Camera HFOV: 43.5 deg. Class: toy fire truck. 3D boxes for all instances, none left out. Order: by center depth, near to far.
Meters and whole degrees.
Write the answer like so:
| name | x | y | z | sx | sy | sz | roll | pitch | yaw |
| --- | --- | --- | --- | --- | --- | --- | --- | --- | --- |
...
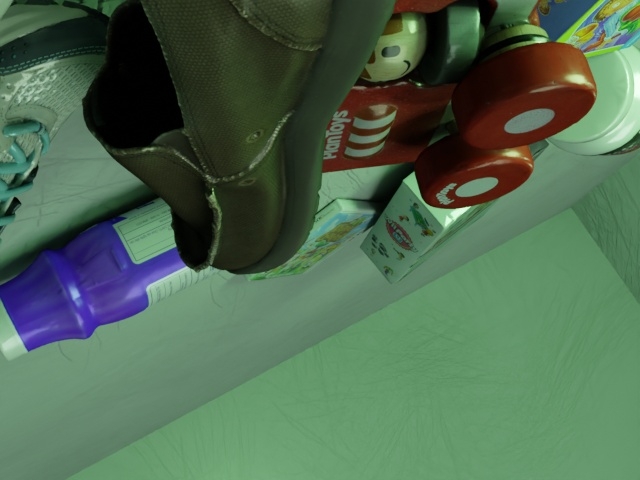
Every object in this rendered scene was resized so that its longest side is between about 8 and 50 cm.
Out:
| name | x | y | z | sx | sy | sz | roll | pitch | yaw |
| --- | --- | --- | --- | --- | --- | --- | --- | --- | --- |
| toy fire truck | 0.051 | -0.130 | 0.637 | 0.254 | 0.169 | 0.302 | -10 | 162 | -9 |

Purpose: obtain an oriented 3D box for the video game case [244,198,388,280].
| name | x | y | z | sx | sy | sz | roll | pitch | yaw |
| --- | --- | --- | --- | --- | --- | --- | --- | --- | --- |
| video game case | 0.000 | 0.000 | 1.270 | 0.193 | 0.023 | 0.212 | -37 | 166 | 20 |

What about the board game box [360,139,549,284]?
| name | x | y | z | sx | sy | sz | roll | pitch | yaw |
| --- | --- | --- | --- | --- | --- | --- | --- | --- | --- |
| board game box | 0.202 | -0.063 | 1.280 | 0.224 | 0.097 | 0.303 | -37 | 171 | -19 |

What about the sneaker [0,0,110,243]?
| name | x | y | z | sx | sy | sz | roll | pitch | yaw |
| --- | --- | --- | --- | --- | --- | --- | --- | --- | --- |
| sneaker | -0.214 | -0.020 | 0.460 | 0.283 | 0.122 | 0.110 | -36 | 167 | 3 |

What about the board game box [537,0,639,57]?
| name | x | y | z | sx | sy | sz | roll | pitch | yaw |
| --- | --- | --- | --- | --- | --- | --- | --- | --- | --- |
| board game box | 0.352 | -0.316 | 0.771 | 0.233 | 0.078 | 0.347 | -21 | 163 | -40 |

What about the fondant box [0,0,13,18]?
| name | x | y | z | sx | sy | sz | roll | pitch | yaw |
| --- | --- | --- | --- | --- | --- | --- | --- | --- | --- |
| fondant box | -0.222 | -0.096 | 0.228 | 0.330 | 0.096 | 0.238 | -41 | 164 | 30 |

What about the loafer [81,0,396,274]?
| name | x | y | z | sx | sy | sz | roll | pitch | yaw |
| --- | --- | --- | --- | --- | --- | --- | --- | --- | --- |
| loafer | -0.066 | -0.085 | 0.445 | 0.130 | 0.134 | 0.366 | -8 | 155 | -16 |

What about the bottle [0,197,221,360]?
| name | x | y | z | sx | sy | sz | roll | pitch | yaw |
| --- | --- | --- | --- | --- | --- | --- | --- | --- | --- |
| bottle | -0.178 | 0.020 | 0.767 | 0.283 | 0.092 | 0.118 | -27 | 176 | -19 |

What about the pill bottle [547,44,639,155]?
| name | x | y | z | sx | sy | sz | roll | pitch | yaw |
| --- | --- | --- | --- | --- | --- | --- | --- | --- | --- |
| pill bottle | 0.377 | -0.197 | 1.093 | 0.162 | 0.162 | 0.278 | -39 | 166 | 29 |
